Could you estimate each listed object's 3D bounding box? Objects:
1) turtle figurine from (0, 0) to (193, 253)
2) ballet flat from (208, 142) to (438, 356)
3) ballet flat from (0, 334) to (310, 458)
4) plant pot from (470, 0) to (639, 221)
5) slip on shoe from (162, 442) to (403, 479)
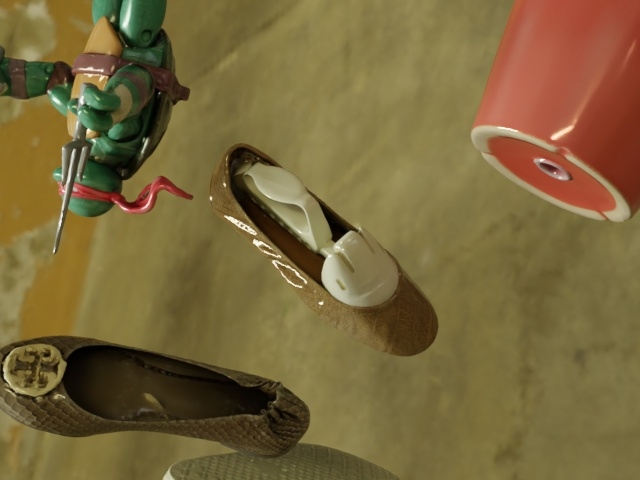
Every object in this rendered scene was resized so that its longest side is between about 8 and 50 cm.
[{"bbox_3d":[-0.138,-0.103,0.856,0.175,0.118,0.234,6,81,44],"label":"turtle figurine"},{"bbox_3d":[0.000,0.000,1.665,0.116,0.342,0.124,-40,-21,-21],"label":"ballet flat"},{"bbox_3d":[-0.126,0.115,1.077,0.058,0.250,0.084,122,158,-55],"label":"ballet flat"},{"bbox_3d":[0.302,-0.170,1.526,0.243,0.275,0.275,-60,19,-10],"label":"plant pot"},{"bbox_3d":[-0.029,0.274,1.446,0.123,0.331,0.101,28,108,43],"label":"slip on shoe"}]
